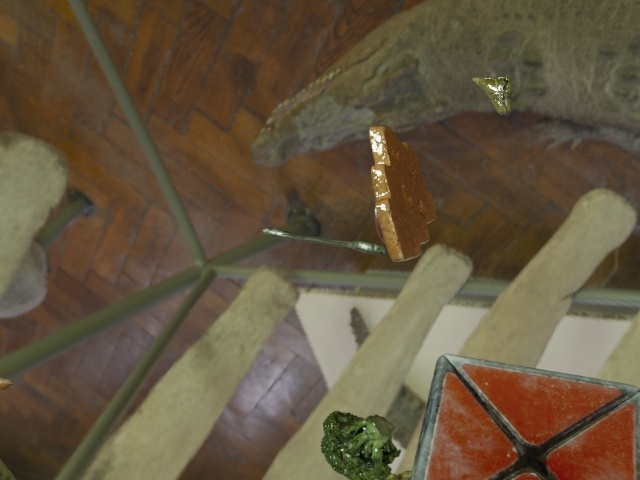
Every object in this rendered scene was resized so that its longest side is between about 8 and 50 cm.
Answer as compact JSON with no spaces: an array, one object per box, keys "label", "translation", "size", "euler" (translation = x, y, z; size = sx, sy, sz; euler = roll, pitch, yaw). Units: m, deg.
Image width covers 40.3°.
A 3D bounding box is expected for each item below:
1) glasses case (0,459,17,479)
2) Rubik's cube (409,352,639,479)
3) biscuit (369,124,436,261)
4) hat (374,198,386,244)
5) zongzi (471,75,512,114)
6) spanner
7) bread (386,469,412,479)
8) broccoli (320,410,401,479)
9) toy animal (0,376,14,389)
[{"label":"glasses case","translation":[-0.345,0.372,0.932],"size":[0.425,0.156,0.098],"euler":[52,140,3]},{"label":"Rubik's cube","translation":[0.236,0.316,1.020],"size":[0.254,0.259,0.260],"euler":[10,141,12]},{"label":"biscuit","translation":[0.157,-0.076,1.746],"size":[0.043,0.306,0.284],"euler":[-14,132,25]},{"label":"hat","translation":[0.193,-0.076,2.101],"size":[0.089,0.206,0.205],"euler":[3,138,-11]},{"label":"zongzi","translation":[0.343,-0.291,1.754],"size":[0.083,0.040,0.076],"euler":[3,91,19]},{"label":"spanner","translation":[0.000,0.000,1.325],"size":[0.054,0.015,0.254],"euler":[11,178,-42]},{"label":"bread","translation":[0.092,0.597,1.687],"size":[0.264,0.395,0.239],"euler":[133,126,-73]},{"label":"broccoli","translation":[0.076,0.381,1.620],"size":[0.162,0.146,0.138],"euler":[32,123,-23]},{"label":"toy animal","translation":[-0.480,0.260,1.099],"size":[0.183,0.185,0.104],"euler":[-9,143,28]}]
